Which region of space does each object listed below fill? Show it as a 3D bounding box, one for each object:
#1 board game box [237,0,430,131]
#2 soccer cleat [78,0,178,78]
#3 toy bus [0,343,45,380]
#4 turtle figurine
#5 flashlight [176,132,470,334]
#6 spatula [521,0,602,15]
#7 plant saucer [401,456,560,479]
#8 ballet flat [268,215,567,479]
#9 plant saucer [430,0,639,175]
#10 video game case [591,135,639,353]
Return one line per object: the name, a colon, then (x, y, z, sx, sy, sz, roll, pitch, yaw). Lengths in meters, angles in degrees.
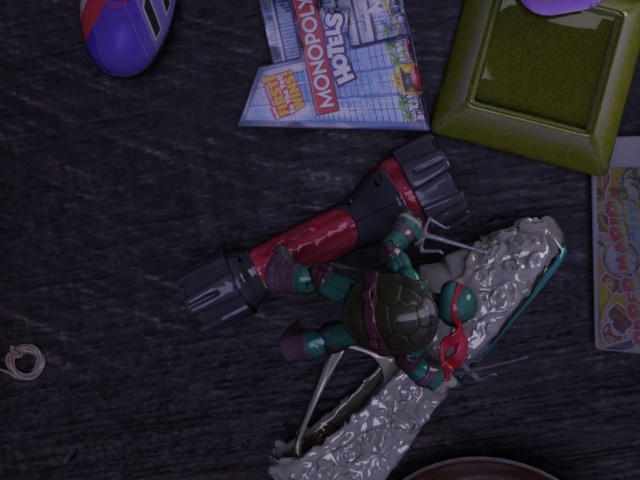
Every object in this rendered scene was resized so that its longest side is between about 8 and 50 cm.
board game box: (-0.001, -0.188, 1.099, 0.194, 0.060, 0.194, -12, 96, 3)
soccer cleat: (-0.190, -0.322, 1.063, 0.108, 0.116, 0.318, 12, 97, 1)
toy bus: (-0.438, 0.138, 1.137, 0.202, 0.104, 0.191, -41, 94, 7)
turtle figurine: (0.067, 0.059, 0.985, 0.234, 0.118, 0.175, -3, 88, 26)
flashlight: (0.000, 0.000, 1.095, 0.304, 0.103, 0.103, -27, 133, 1)
spatula: (0.214, -0.370, 1.059, 0.084, 0.030, 0.297, -11, 82, 4)
plant saucer: (0.183, 0.379, 1.130, 0.310, 0.050, 0.311, 1, 93, 20)
ballet flat: (0.087, 0.121, 1.088, 0.147, 0.147, 0.409, 36, 97, -2)
plant saucer: (0.225, -0.179, 1.077, 0.188, 0.045, 0.188, 15, 89, 5)
video game case: (0.374, 0.007, 1.067, 0.206, 0.026, 0.227, 2, 99, 37)
